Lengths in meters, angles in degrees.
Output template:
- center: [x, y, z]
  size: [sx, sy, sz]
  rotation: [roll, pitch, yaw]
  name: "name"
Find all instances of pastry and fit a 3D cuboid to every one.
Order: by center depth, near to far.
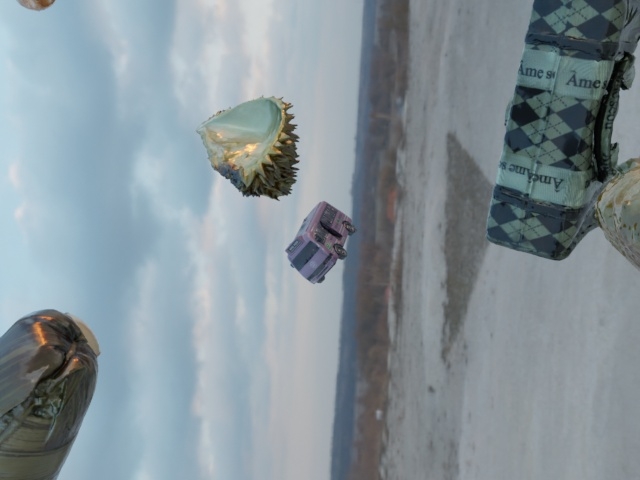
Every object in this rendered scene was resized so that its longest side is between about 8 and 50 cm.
- center: [0.400, 0.012, 0.687]
  size: [0.121, 0.257, 0.236]
  rotation: [-47, -8, 11]
  name: "pastry"

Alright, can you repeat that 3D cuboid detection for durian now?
- center: [-0.099, -0.129, 0.976]
  size: [0.252, 0.139, 0.144]
  rotation: [-116, 13, -48]
  name: "durian"

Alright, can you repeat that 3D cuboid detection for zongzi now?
- center: [-0.404, 0.179, 0.707]
  size: [0.286, 0.288, 0.134]
  rotation: [-60, 22, 25]
  name: "zongzi"

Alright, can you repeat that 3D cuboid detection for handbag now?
- center: [0.439, -0.202, 1.122]
  size: [0.316, 0.180, 0.416]
  rotation: [-19, -58, -46]
  name: "handbag"

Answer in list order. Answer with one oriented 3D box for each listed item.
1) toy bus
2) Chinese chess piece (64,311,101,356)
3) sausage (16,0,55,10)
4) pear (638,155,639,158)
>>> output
- center: [0.000, 0.000, 1.436]
  size: [0.096, 0.108, 0.199]
  rotation: [-47, 9, 28]
  name: "toy bus"
- center: [-0.565, 0.254, 1.315]
  size: [0.112, 0.270, 0.270]
  rotation: [54, -172, -5]
  name: "Chinese chess piece"
- center: [-0.521, -0.503, 1.177]
  size: [0.312, 0.092, 0.093]
  rotation: [119, 156, -70]
  name: "sausage"
- center: [0.650, -0.123, 1.044]
  size: [0.267, 0.266, 0.178]
  rotation: [-83, 2, -45]
  name: "pear"
